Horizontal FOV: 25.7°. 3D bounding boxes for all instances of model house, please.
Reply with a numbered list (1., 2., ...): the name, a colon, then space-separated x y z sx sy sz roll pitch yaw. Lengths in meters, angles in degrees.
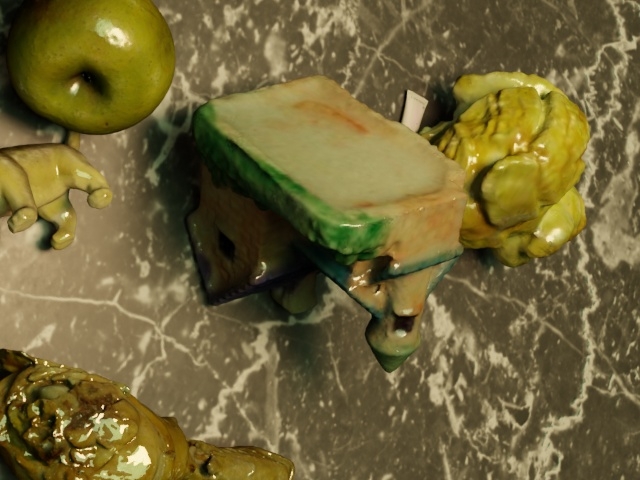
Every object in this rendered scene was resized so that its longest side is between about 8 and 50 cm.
1. model house: 0.000 0.000 1.697 0.245 0.312 0.280 -19 134 -36

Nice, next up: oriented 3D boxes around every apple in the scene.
1. apple: -0.261 -0.218 1.598 0.196 0.196 0.157 38 40 -26

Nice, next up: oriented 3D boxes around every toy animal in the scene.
1. toy animal: -0.352 -0.069 1.569 0.233 0.121 0.169 1 58 -41

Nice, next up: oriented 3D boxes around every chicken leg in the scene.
1. chicken leg: -0.192 0.251 1.637 0.429 0.201 0.153 21 93 -38

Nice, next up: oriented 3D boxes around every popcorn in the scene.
1. popcorn: 0.251 -0.086 1.920 0.276 0.276 0.225 25 37 -30

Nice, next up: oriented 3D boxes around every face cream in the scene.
1. face cream: 0.122 -0.153 1.948 0.038 0.020 0.115 25 70 -29
